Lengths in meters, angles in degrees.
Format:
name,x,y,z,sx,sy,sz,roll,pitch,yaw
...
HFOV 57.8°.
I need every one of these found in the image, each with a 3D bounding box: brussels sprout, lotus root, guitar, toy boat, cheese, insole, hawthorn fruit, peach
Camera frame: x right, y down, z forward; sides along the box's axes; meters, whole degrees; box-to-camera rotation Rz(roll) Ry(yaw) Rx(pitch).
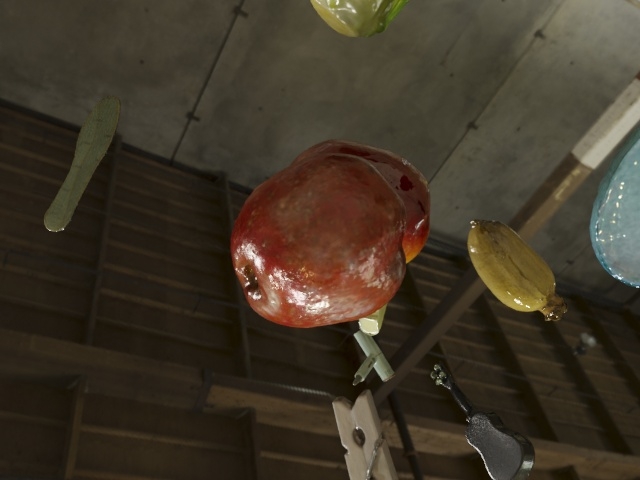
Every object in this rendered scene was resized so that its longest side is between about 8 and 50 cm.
name,x,y,z,sx,sy,sz,roll,pitch,yaw
brussels sprout,0.086,-0.571,1.191,0.227,0.294,0.259,24,177,29
lotus root,0.461,0.071,1.400,0.146,0.131,0.303,-37,-97,-29
guitar,0.258,0.295,0.990,0.038,0.084,0.271,15,-161,-29
toy boat,0.582,-0.074,0.970,0.215,0.330,0.123,19,-147,18
cheese,0.154,0.110,1.476,0.050,0.127,0.255,9,-130,18
insole,-0.541,-0.181,1.325,0.119,0.348,0.009,13,166,31
hawthorn fruit,0.000,0.000,0.882,0.284,0.284,0.284,24,-148,-16
peach,0.070,-0.062,1.173,0.332,0.308,0.308,3,-168,35

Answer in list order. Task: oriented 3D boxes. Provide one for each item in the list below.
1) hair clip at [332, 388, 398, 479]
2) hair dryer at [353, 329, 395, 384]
name,x,y,z,sx,sy,sz,roll,pitch,yaw
hair clip,0.111,0.496,1.256,0.085,0.101,0.331,-5,-101,-73
hair dryer,0.112,0.322,1.539,0.155,0.044,0.183,57,-150,13
